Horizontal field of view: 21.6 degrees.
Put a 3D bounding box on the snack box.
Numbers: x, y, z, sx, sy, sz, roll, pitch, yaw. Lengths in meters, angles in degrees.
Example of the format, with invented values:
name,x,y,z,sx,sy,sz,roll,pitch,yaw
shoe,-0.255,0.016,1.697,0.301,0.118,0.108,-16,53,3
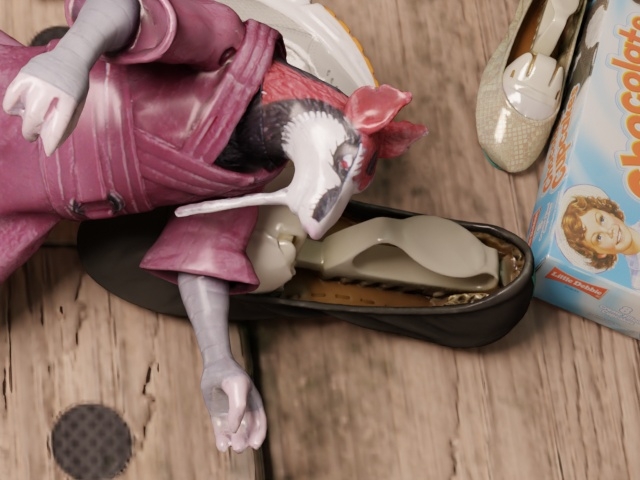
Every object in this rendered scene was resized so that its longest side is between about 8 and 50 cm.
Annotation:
name,x,y,z,sx,sy,sz,roll,pitch,yaw
snack box,0.257,-0.078,1.143,0.187,0.060,0.322,21,62,-8

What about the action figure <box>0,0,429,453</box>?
name,x,y,z,sx,sy,sz,roll,pitch,yaw
action figure,-0.127,-0.054,0.911,0.370,0.248,0.275,-4,40,1

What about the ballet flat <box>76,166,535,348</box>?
name,x,y,z,sx,sy,sz,roll,pitch,yaw
ballet flat,0.000,0.000,0.999,0.280,0.096,0.095,7,66,-15

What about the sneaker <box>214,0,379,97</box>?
name,x,y,z,sx,sy,sz,roll,pitch,yaw
sneaker,-0.081,-0.122,1.039,0.262,0.099,0.121,41,68,11

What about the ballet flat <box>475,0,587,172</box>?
name,x,y,z,sx,sy,sz,roll,pitch,yaw
ballet flat,0.144,-0.125,1.130,0.057,0.052,0.168,21,62,-9
